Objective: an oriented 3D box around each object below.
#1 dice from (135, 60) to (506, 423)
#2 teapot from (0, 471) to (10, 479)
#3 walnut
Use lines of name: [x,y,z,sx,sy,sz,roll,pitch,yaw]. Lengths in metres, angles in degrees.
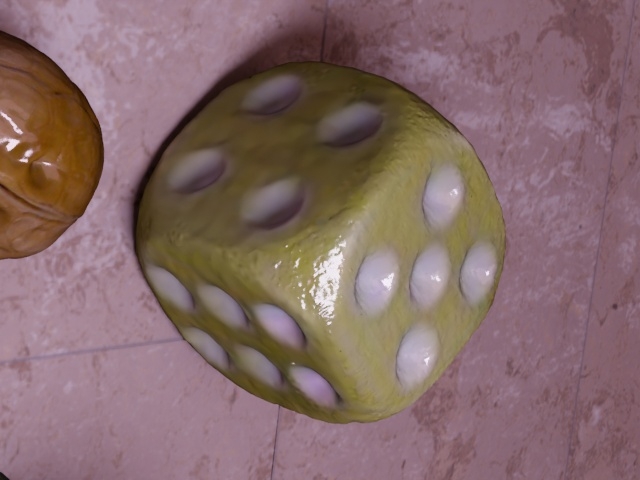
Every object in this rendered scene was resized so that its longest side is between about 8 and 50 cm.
dice: [0.000,0.000,1.618,0.233,0.238,0.227,-52,135,-25]
teapot: [-0.174,0.309,1.449,0.270,0.337,0.200,-7,108,-48]
walnut: [-0.254,-0.072,1.374,0.207,0.167,0.167,34,76,-46]
